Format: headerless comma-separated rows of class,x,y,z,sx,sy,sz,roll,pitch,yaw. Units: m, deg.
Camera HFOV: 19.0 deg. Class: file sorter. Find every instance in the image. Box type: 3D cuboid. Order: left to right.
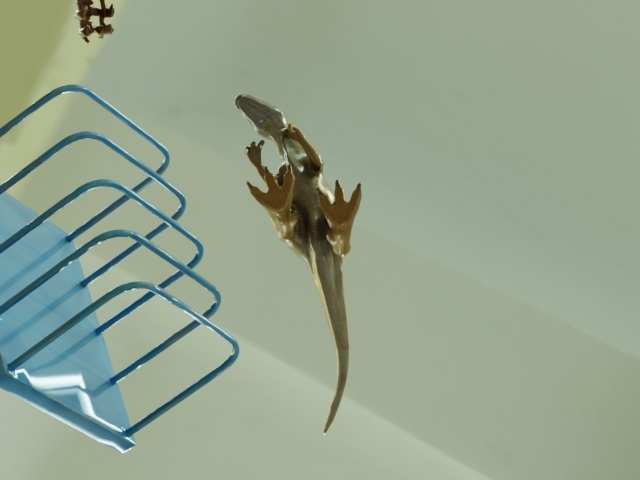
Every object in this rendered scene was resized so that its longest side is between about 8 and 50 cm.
file sorter,-0.132,0.012,1.107,0.104,0.118,0.170,-35,-130,16

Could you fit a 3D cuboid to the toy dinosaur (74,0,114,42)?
toy dinosaur,-0.119,-0.291,1.209,0.164,0.322,0.218,-28,-142,-21

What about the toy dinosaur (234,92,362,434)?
toy dinosaur,0.000,0.000,1.143,0.064,0.112,0.211,-15,-104,1
